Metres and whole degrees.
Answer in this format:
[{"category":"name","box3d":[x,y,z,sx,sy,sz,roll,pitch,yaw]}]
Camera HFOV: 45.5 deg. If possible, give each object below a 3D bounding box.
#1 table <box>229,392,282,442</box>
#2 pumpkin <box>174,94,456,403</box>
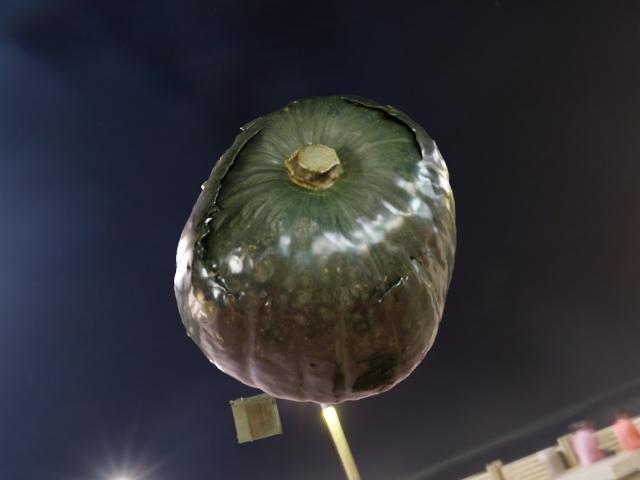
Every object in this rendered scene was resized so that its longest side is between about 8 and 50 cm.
[{"category":"table","box3d":[-0.121,0.330,1.430,0.083,0.079,0.062,-12,-2,-10]},{"category":"pumpkin","box3d":[0.000,0.000,0.826,0.292,0.327,0.257,4,-35,6]}]
